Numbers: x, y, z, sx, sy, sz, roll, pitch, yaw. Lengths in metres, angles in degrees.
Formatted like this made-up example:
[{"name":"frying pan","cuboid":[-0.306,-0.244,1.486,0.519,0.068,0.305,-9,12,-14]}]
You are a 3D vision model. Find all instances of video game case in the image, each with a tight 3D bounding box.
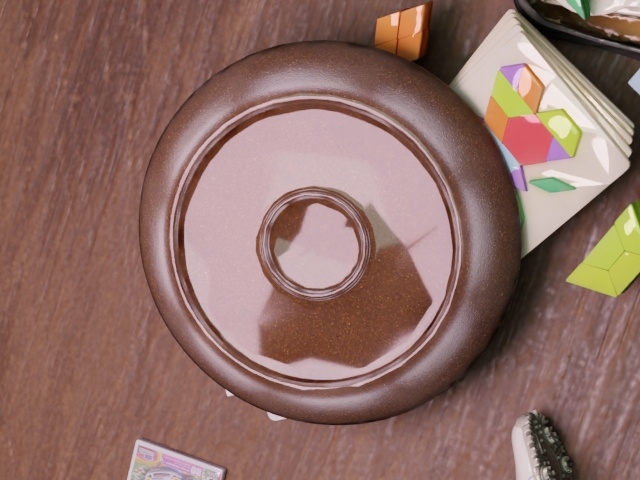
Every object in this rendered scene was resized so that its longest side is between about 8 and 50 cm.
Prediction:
[{"name":"video game case","cuboid":[-0.136,0.244,1.662,0.087,0.011,0.122,17,99,20]}]

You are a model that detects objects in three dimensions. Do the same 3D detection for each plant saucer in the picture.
[{"name":"plant saucer","cuboid":[0.000,0.000,1.482,0.311,0.050,0.310,2,100,12]}]

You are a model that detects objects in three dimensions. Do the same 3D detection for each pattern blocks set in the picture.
[{"name":"pattern blocks set","cuboid":[0.142,-0.069,1.477,0.285,0.026,0.325,39,123,15]}]

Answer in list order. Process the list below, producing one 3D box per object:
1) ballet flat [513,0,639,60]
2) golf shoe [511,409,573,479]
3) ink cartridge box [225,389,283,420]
[{"name":"ballet flat","cuboid":[0.274,-0.167,1.435,0.280,0.096,0.095,10,94,20]},{"name":"golf shoe","cuboid":[0.165,0.227,1.517,0.086,0.069,0.176,-13,87,27]},{"name":"ink cartridge box","cuboid":[-0.030,0.058,1.567,0.115,0.067,0.198,-11,98,25]}]
